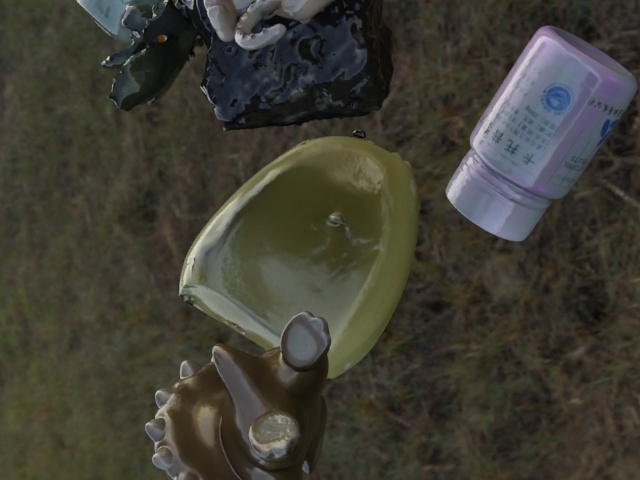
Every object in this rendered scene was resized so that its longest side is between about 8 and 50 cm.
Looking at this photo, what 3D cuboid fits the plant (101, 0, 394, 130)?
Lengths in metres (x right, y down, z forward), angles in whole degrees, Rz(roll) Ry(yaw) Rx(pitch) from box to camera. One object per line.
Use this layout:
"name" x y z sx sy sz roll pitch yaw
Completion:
"plant" -0.082 -0.225 1.143 0.215 0.312 0.213 -46 -44 -72

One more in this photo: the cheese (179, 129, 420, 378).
"cheese" 0.000 0.000 1.347 0.259 0.316 0.128 35 160 7

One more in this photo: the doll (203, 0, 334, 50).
"doll" 0.023 -0.263 0.960 0.119 0.278 0.154 57 -175 -48

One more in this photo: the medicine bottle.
"medicine bottle" 0.279 -0.134 1.393 0.254 0.152 0.152 -59 42 21

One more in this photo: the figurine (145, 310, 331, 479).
"figurine" -0.088 0.182 1.087 0.247 0.173 0.177 87 -160 -62

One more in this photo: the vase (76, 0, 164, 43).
"vase" -0.234 -0.401 1.552 0.128 0.248 0.128 43 178 2
